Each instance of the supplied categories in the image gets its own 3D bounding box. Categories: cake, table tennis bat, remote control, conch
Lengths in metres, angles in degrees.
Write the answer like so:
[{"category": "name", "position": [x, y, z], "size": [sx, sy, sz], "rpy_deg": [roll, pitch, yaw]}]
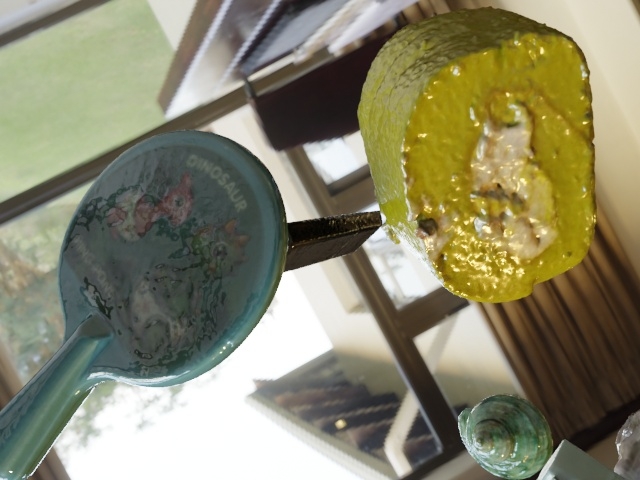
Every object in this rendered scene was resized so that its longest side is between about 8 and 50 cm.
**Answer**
[{"category": "cake", "position": [0.139, -0.070, 0.819], "size": [0.179, 0.260, 0.156], "rpy_deg": [-15, -153, -7]}, {"category": "table tennis bat", "position": [-0.096, 0.036, 0.441], "size": [0.201, 0.124, 0.033], "rpy_deg": [-50, 150, 3]}, {"category": "remote control", "position": [0.000, 0.000, 0.838], "size": [0.063, 0.025, 0.245], "rpy_deg": [-43, 169, 20]}, {"category": "conch", "position": [0.305, 0.330, 1.538], "size": [0.122, 0.176, 0.188], "rpy_deg": [-56, 149, -19]}]

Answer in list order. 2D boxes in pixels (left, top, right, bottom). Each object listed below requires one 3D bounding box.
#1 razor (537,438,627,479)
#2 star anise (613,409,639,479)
[{"category": "razor", "position": [0.224, 0.187, 0.419], "size": [0.056, 0.278, 0.111], "rpy_deg": [-31, 151, -44]}, {"category": "star anise", "position": [0.254, 0.094, 0.592], "size": [0.195, 0.065, 0.182], "rpy_deg": [-44, 151, -8]}]
